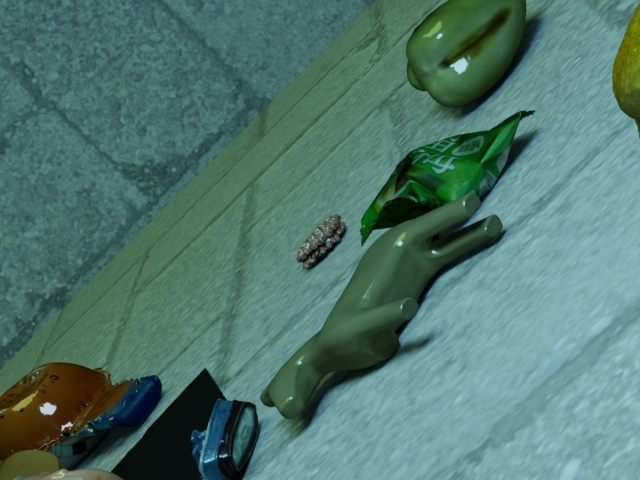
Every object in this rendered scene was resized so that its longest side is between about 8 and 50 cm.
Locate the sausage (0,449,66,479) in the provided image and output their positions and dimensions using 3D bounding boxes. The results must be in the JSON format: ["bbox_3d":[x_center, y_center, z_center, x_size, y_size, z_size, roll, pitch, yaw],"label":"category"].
[{"bbox_3d":[-0.355,0.343,1.900,0.241,0.120,0.136,-109,20,-79],"label":"sausage"}]

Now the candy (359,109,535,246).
[{"bbox_3d":[0.134,-0.067,1.695,0.203,0.078,0.141,-39,19,-25],"label":"candy"}]

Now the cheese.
[{"bbox_3d":[-0.352,0.244,2.213,0.329,0.129,0.217,-16,26,44],"label":"cheese"}]

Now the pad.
[{"bbox_3d":[-0.196,0.273,1.868,0.247,0.007,0.367,-47,12,-4],"label":"pad"}]

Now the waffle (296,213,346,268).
[{"bbox_3d":[0.000,0.000,2.039,0.075,0.029,0.083,-38,12,32],"label":"waffle"}]

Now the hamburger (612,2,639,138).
[{"bbox_3d":[0.296,-0.125,1.177,0.156,0.144,0.283,-51,7,11],"label":"hamburger"}]

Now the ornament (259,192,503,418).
[{"bbox_3d":[0.046,0.075,1.553,0.245,0.061,0.230,-28,24,53],"label":"ornament"}]

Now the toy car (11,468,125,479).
[{"bbox_3d":[-0.237,0.324,1.465,0.212,0.180,0.270,-29,19,24],"label":"toy car"}]

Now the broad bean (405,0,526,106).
[{"bbox_3d":[0.186,-0.265,2.055,0.189,0.121,0.263,-40,11,13],"label":"broad bean"}]

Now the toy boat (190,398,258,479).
[{"bbox_3d":[-0.103,0.206,1.631,0.061,0.060,0.137,-19,25,18],"label":"toy boat"}]
